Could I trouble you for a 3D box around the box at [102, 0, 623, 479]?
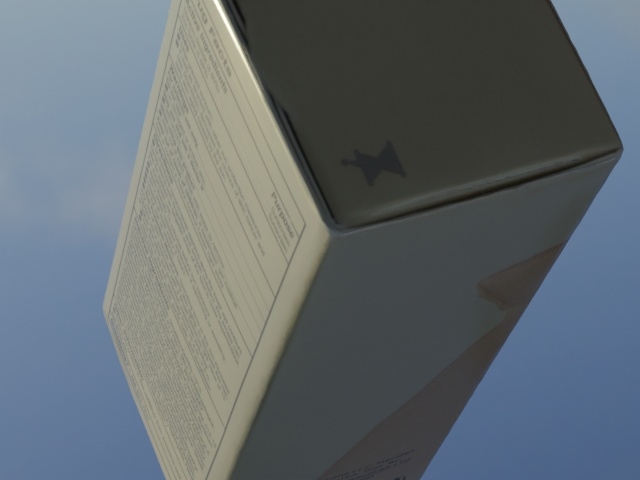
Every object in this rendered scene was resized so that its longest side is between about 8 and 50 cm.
[{"bbox_3d":[0.000,0.000,0.831,0.121,0.148,0.311,-15,157,-20],"label":"box"}]
